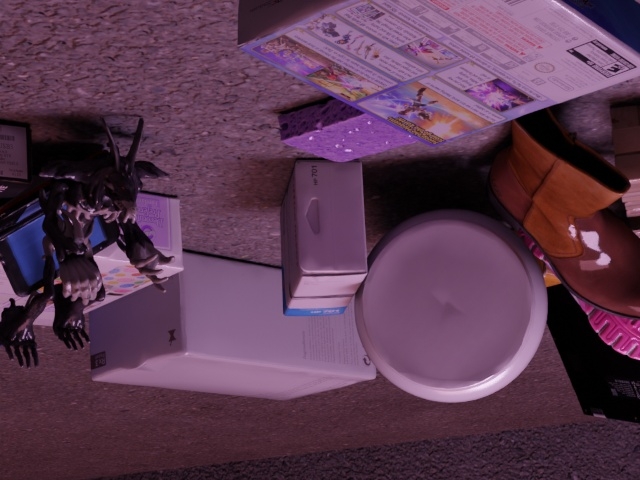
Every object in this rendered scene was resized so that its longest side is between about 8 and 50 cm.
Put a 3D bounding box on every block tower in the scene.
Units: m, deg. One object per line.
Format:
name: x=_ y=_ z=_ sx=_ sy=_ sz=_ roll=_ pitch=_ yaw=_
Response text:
block tower: x=0.389 y=-0.066 z=1.724 sx=0.097 sy=0.091 sz=0.335 roll=-6 pitch=165 yaw=12

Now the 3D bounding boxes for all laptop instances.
laptop: x=0.535 y=0.153 z=2.087 sx=0.236 sy=0.408 sz=0.382 roll=-29 pitch=-169 yaw=-23

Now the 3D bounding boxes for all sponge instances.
sponge: x=0.073 y=-0.127 z=1.548 sx=0.210 sy=0.031 sz=0.117 roll=-15 pitch=161 yaw=34

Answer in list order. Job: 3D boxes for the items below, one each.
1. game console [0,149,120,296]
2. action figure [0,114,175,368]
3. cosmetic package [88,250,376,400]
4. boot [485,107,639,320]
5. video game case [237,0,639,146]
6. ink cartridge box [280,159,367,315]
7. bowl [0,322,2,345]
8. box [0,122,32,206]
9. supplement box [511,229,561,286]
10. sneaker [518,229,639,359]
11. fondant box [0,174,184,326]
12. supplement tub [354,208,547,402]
game console: x=-0.279 y=-0.018 z=1.647 sx=0.144 sy=0.085 sz=0.124 roll=-34 pitch=180 yaw=-26
action figure: x=-0.233 y=0.009 z=1.581 sx=0.164 sy=0.141 sz=0.276 roll=-8 pitch=137 yaw=-46
cosmetic package: x=-0.125 y=0.132 z=2.209 sx=0.217 sy=0.156 sz=0.385 roll=-18 pitch=158 yaw=40
boot: x=0.298 y=-0.034 z=1.621 sx=0.096 sy=0.264 sz=0.280 roll=-41 pitch=170 yaw=-11
video game case: x=0.109 y=-0.178 z=1.280 sx=0.244 sy=0.061 sz=0.269 roll=-18 pitch=153 yaw=38
ink cartridge box: x=0.000 y=0.000 z=1.782 sx=0.082 sy=0.140 sz=0.191 roll=0 pitch=164 yaw=-9
bowl: x=-0.598 y=0.096 z=2.117 sx=0.391 sy=0.077 sz=0.391 roll=-3 pitch=165 yaw=-1
box: x=-0.491 y=-0.063 z=1.580 sx=0.293 sy=0.073 sz=0.295 roll=8 pitch=161 yaw=-33
supplement box: x=0.231 y=0.041 z=2.097 sx=0.233 sy=0.078 sz=0.080 roll=-17 pitch=160 yaw=41
sneaker: x=0.357 y=0.041 z=1.921 sx=0.103 sy=0.252 sz=0.111 roll=-40 pitch=173 yaw=12
fondant box: x=-0.354 y=0.019 z=1.859 sx=0.238 sy=0.096 sz=0.330 roll=9 pitch=161 yaw=-37
supplement tub: x=0.161 y=0.080 z=1.852 sx=0.228 sy=0.228 sz=0.316 roll=-5 pitch=176 yaw=7
